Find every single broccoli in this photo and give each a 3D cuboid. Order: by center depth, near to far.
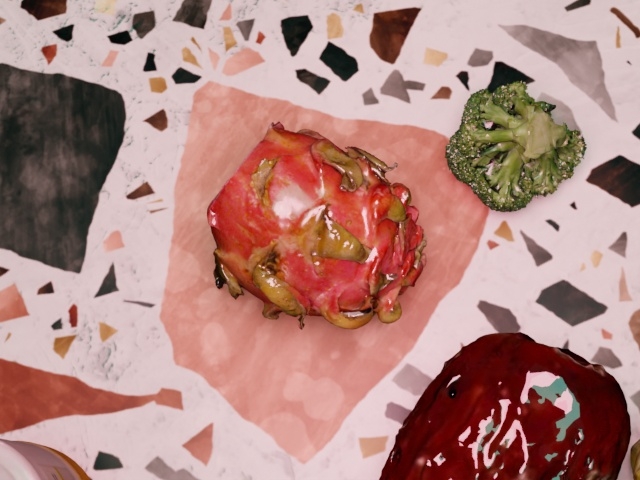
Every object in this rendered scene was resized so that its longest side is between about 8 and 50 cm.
[{"bbox_3d":[0.274,-0.132,1.344,0.195,0.156,0.195,0,89,-27],"label":"broccoli"}]

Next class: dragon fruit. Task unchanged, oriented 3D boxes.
[{"bbox_3d":[0.000,0.000,1.277,0.291,0.250,0.269,38,84,-3],"label":"dragon fruit"}]

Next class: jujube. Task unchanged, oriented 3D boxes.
[{"bbox_3d":[0.220,0.279,1.180,0.258,0.258,0.376,35,75,12],"label":"jujube"}]

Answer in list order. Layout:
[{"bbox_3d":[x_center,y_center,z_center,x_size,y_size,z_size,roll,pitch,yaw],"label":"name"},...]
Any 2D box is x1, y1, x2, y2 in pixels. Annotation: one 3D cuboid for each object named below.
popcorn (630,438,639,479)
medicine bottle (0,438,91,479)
[{"bbox_3d":[0.478,0.294,1.172,0.212,0.198,0.198,-40,73,26],"label":"popcorn"},{"bbox_3d":[-0.416,0.367,1.192,0.238,0.232,0.237,-1,75,3],"label":"medicine bottle"}]
